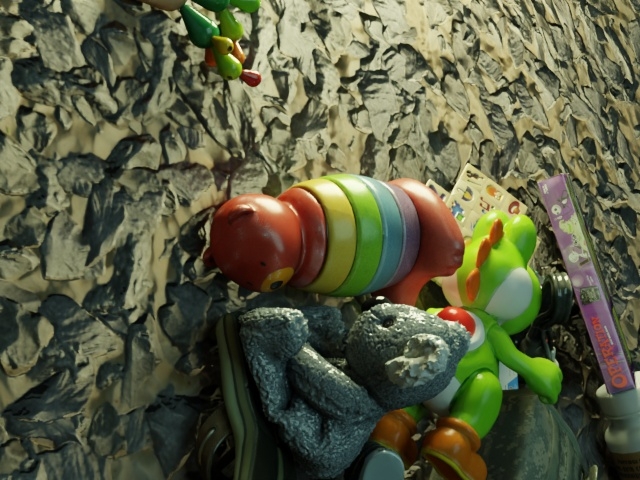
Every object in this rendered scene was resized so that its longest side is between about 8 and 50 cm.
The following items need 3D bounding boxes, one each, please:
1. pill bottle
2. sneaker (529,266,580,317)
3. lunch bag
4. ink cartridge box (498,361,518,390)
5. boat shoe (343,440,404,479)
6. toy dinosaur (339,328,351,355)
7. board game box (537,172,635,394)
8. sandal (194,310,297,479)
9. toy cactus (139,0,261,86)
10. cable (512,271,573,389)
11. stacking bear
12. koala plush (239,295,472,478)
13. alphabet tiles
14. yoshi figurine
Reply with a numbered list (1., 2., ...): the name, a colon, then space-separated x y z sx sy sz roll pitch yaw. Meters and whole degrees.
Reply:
1. pill bottle: 0.535 0.335 1.748 0.131 0.131 0.229 -26 95 -47
2. sneaker: 0.321 0.059 1.667 0.224 0.083 0.098 20 57 -39
3. lunch bag: 0.271 0.372 1.441 0.287 0.169 0.235 52 44 -34
4. ink cartridge box: 0.225 0.190 1.541 0.122 0.052 0.088 16 64 -40
5. boat shoe: 0.048 0.324 1.252 0.065 0.083 0.183 20 87 -10
6. toy dinosaur: 0.043 0.143 1.354 0.090 0.082 0.047 -40 68 -17
7. board game box: 0.431 0.061 1.741 0.208 0.056 0.346 -8 80 -78
8. sandal: -0.091 0.222 1.189 0.120 0.086 0.302 52 23 -50
9. toy cactus: -0.144 -0.299 1.316 0.180 0.112 0.219 1 84 -35
10. cable: 0.329 0.129 1.551 0.072 0.287 0.139 7 46 -2
11. stacking bear: 0.000 0.000 1.310 0.289 0.175 0.164 -1 59 -37
12. koala plush: 0.058 0.145 1.209 0.196 0.221 0.203 9 62 -74
13. alphabet tiles: 0.225 -0.008 1.593 0.198 0.009 0.237 36 50 -5
14. yoshi figurine: 0.204 0.141 1.407 0.204 0.203 0.362 29 69 -7
